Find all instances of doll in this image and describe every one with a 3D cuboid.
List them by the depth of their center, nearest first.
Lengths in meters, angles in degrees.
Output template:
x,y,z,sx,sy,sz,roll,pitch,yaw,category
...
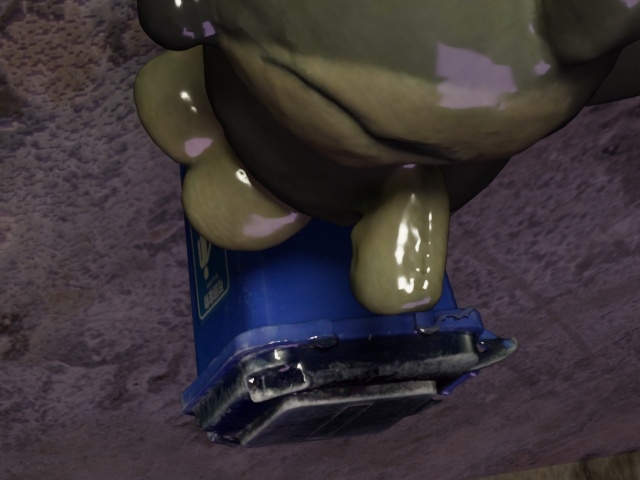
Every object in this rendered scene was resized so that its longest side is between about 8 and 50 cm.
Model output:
x,y,z,sx,sy,sz,roll,pitch,yaw,category
0.085,-0.162,0.821,0.378,0.252,0.382,-39,175,-25,doll

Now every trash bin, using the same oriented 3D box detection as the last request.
x,y,z,sx,sy,sz,roll,pitch,yaw,category
0.000,0.000,1.093,0.184,0.235,0.162,-4,160,-23,trash bin
